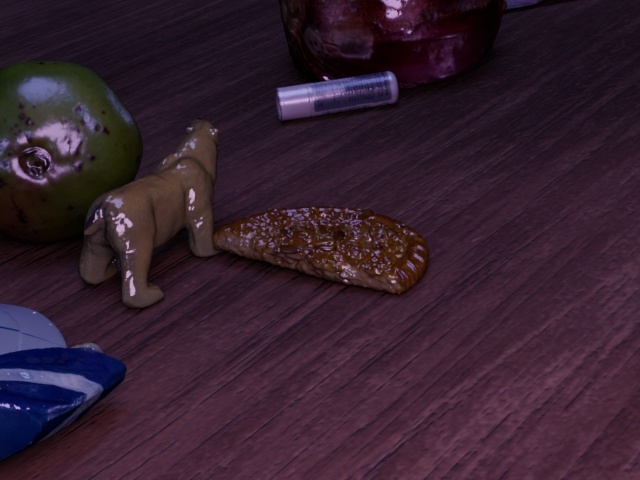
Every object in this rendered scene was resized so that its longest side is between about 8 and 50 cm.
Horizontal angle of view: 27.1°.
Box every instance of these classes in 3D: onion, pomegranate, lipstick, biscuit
[{"bbox_3d":[0.086,-0.346,1.673,0.281,0.260,0.337,-6,23,-9],"label":"onion"},{"bbox_3d":[-0.261,-0.088,1.306,0.181,0.182,0.224,-7,4,1],"label":"pomegranate"},{"bbox_3d":[0.019,-0.168,1.543,0.141,0.040,0.040,-9,24,-6],"label":"lipstick"},{"bbox_3d":[0.012,-0.002,1.176,0.206,0.025,0.126,13,28,32],"label":"biscuit"}]

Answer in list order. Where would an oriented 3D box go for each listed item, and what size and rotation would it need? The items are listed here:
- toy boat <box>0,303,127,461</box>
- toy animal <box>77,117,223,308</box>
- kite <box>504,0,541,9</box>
[{"bbox_3d":[-0.286,0.102,0.998,0.210,0.070,0.291,-17,22,-33],"label":"toy boat"},{"bbox_3d":[-0.144,-0.032,1.205,0.103,0.101,0.218,7,28,31],"label":"toy animal"},{"bbox_3d":[0.336,-0.382,1.929,0.360,0.022,0.204,-11,30,6],"label":"kite"}]
